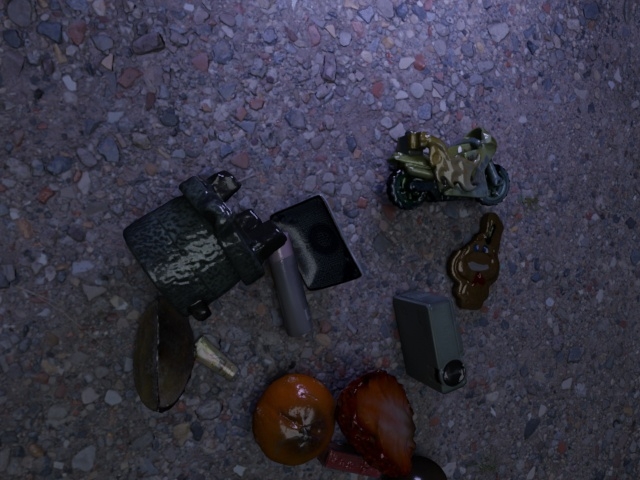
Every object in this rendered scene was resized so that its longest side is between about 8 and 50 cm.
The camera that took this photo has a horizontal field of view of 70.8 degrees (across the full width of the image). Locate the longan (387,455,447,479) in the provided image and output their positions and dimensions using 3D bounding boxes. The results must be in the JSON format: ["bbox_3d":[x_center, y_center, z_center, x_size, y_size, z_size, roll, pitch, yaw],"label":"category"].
[{"bbox_3d":[0.281,0.719,1.298,0.189,0.189,0.189,0,91,-21],"label":"longan"}]

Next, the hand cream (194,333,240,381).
[{"bbox_3d":[-0.264,0.304,1.143,0.143,0.039,0.061,41,80,-12],"label":"hand cream"}]

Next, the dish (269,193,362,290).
[{"bbox_3d":[0.000,0.000,1.195,0.243,0.181,0.080,62,35,-12],"label":"dish"}]

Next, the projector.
[{"bbox_3d":[0.313,0.278,1.278,0.099,0.192,0.257,-13,96,-20],"label":"projector"}]

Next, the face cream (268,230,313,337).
[{"bbox_3d":[-0.083,0.111,1.168,0.073,0.107,0.269,-13,102,-1],"label":"face cream"}]

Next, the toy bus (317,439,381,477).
[{"bbox_3d":[0.088,0.614,1.261,0.192,0.077,0.065,21,86,-19],"label":"toy bus"}]

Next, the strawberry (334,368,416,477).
[{"bbox_3d":[0.127,0.475,1.187,0.336,0.149,0.265,42,37,-42],"label":"strawberry"}]

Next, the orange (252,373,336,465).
[{"bbox_3d":[-0.063,0.455,1.150,0.224,0.170,0.224,-1,93,-23],"label":"orange"}]

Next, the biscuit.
[{"bbox_3d":[0.499,0.062,1.426,0.183,0.047,0.320,34,78,-21],"label":"biscuit"}]

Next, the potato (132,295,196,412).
[{"bbox_3d":[-0.380,0.270,1.084,0.120,0.100,0.261,17,66,-58],"label":"potato"}]

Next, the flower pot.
[{"bbox_3d":[-0.248,-0.001,1.001,0.282,0.299,0.299,-34,103,-13],"label":"flower pot"}]

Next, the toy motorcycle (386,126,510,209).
[{"bbox_3d":[0.374,-0.209,1.304,0.410,0.168,0.237,-6,92,-21],"label":"toy motorcycle"}]
